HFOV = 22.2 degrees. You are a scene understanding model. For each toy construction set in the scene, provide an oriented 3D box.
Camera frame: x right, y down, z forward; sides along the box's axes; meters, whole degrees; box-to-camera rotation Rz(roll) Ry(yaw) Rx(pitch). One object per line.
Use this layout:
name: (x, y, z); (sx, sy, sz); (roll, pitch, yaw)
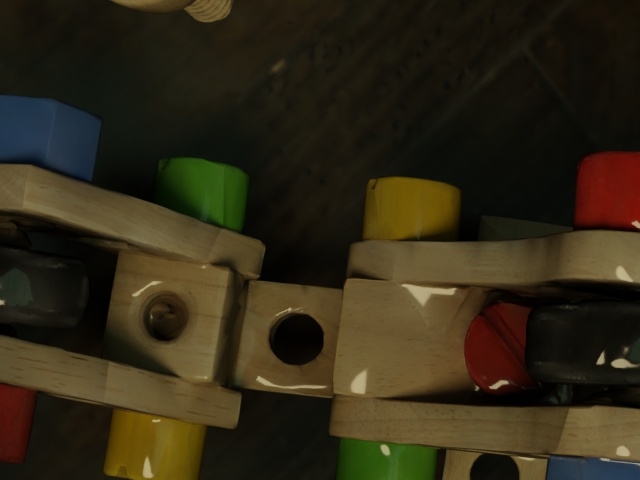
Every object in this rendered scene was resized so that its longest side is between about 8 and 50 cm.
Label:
toy construction set: (0.000, 0.000, 0.587); (0.257, 0.237, 0.308); (-20, 81, 11)
